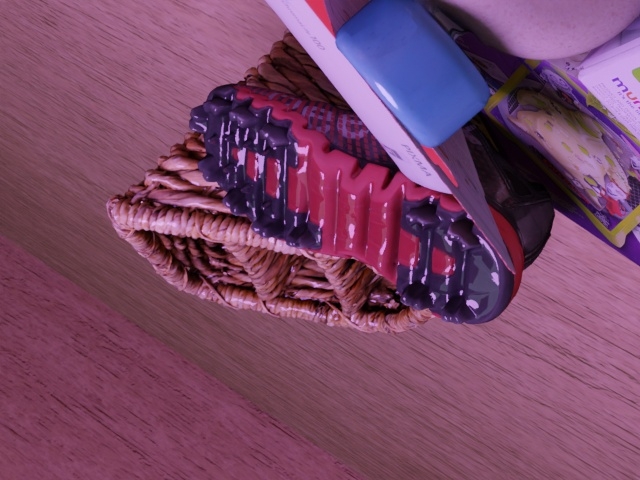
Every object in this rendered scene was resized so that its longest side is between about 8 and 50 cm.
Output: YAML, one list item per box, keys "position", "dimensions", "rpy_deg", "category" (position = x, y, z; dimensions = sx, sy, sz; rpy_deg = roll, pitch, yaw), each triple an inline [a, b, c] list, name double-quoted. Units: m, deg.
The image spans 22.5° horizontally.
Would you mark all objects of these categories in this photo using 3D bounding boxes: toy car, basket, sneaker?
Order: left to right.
- position: [0.000, 0.000, 1.290]
  dimensions: [0.213, 0.223, 0.299]
  rpy_deg: [43, 173, 13]
  category: "basket"
- position: [0.039, -0.042, 1.093]
  dimensions: [0.276, 0.135, 0.098]
  rpy_deg: [27, 129, 29]
  category: "sneaker"
- position: [0.059, -0.200, 0.801]
  dimensions: [0.210, 0.219, 0.238]
  rpy_deg: [46, -175, -21]
  category: "toy car"

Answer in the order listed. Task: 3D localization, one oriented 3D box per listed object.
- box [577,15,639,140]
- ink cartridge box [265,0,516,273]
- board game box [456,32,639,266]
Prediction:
- position: [0.289, -0.051, 0.719]
  dimensions: [0.262, 0.127, 0.231]
  rpy_deg: [43, 157, -10]
  category: "box"
- position: [0.022, -0.094, 0.929]
  dimensions: [0.189, 0.066, 0.232]
  rpy_deg: [49, -159, -33]
  category: "ink cartridge box"
- position: [0.142, -0.087, 1.026]
  dimensions: [0.347, 0.056, 0.208]
  rpy_deg: [40, 174, 46]
  category: "board game box"
